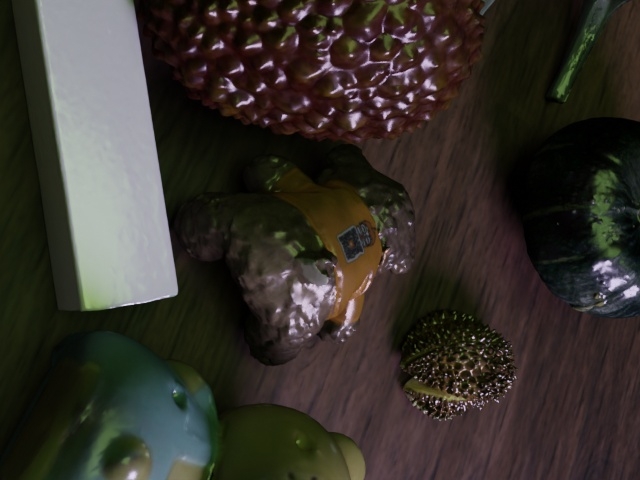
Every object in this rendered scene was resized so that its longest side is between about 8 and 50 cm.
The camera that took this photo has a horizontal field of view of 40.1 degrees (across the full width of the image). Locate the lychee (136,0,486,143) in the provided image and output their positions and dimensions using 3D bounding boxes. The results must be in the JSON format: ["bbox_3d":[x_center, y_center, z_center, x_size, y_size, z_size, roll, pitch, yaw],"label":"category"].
[{"bbox_3d":[-0.011,-0.191,0.690,0.272,0.271,0.271,3,84,-30],"label":"lychee"}]

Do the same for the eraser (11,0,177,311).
[{"bbox_3d":[-0.178,-0.097,0.675,0.076,0.078,0.298,-8,89,-30],"label":"eraser"}]

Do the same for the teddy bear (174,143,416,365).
[{"bbox_3d":[0.000,0.000,0.743,0.190,0.140,0.177,-34,100,-36],"label":"teddy bear"}]

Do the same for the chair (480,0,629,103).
[{"bbox_3d":[0.275,-0.317,0.888,0.191,0.203,0.274,31,76,-12],"label":"chair"}]

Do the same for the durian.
[{"bbox_3d":[0.149,0.123,0.851,0.140,0.071,0.110,15,79,-33],"label":"durian"}]

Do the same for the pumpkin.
[{"bbox_3d":[0.301,-0.024,0.901,0.212,0.152,0.211,15,64,-32],"label":"pumpkin"}]

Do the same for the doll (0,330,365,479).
[{"bbox_3d":[-0.095,0.185,0.652,0.261,0.161,0.177,33,69,-21],"label":"doll"}]
